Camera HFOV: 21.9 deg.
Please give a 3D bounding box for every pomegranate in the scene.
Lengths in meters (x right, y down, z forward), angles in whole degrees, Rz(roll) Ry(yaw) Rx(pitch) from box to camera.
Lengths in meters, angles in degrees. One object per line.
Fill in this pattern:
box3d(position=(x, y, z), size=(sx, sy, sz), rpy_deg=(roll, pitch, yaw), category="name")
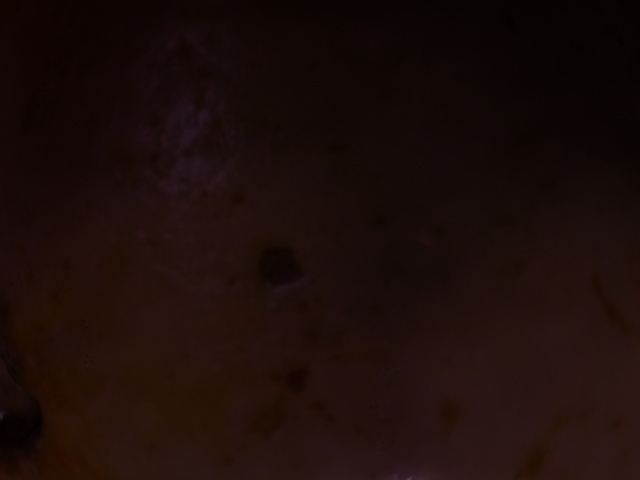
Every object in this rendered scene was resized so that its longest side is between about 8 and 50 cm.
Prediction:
box3d(position=(0.000, 0.000, 0.632), size=(0.342, 0.343, 0.342), rpy_deg=(-8, 160, -3), category="pomegranate")
